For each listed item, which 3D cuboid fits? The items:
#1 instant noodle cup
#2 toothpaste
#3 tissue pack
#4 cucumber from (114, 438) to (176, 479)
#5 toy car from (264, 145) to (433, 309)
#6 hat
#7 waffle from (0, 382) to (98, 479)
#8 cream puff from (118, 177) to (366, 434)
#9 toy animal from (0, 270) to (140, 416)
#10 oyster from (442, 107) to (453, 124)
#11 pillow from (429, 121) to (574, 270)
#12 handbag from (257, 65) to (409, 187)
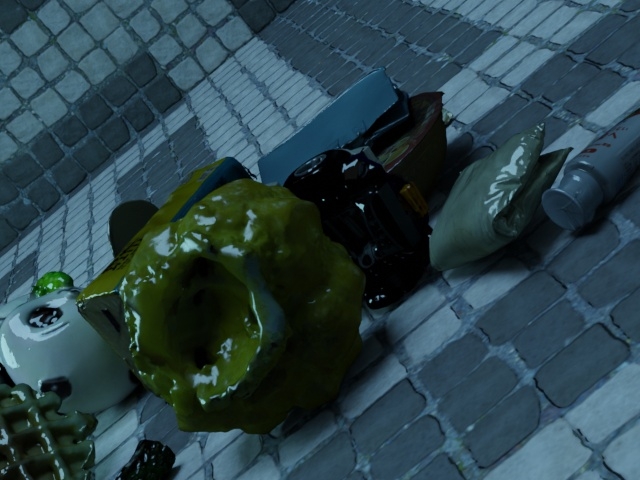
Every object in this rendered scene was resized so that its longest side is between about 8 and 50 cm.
[{"bbox_3d":[0.075,-0.075,1.711,0.274,0.091,0.274,-36,17,13],"label":"instant noodle cup"},{"bbox_3d":[0.313,-0.099,1.350,0.234,0.057,0.089,-42,5,-28],"label":"toothpaste"},{"bbox_3d":[-0.165,0.050,1.742,0.134,0.192,0.271,-16,28,50],"label":"tissue pack"},{"bbox_3d":[-0.227,0.303,1.483,0.058,0.058,0.187,-21,24,47],"label":"cucumber"},{"bbox_3d":[0.002,-0.001,1.534,0.301,0.193,0.118,-22,19,41],"label":"toy car"},{"bbox_3d":[-0.316,0.021,2.174,0.144,0.173,0.166,-12,31,46],"label":"hat"},{"bbox_3d":[-0.428,0.291,1.623,0.309,0.292,0.056,-75,-5,-47],"label":"waffle"},{"bbox_3d":[-0.081,0.082,1.379,0.282,0.282,0.185,-38,18,8],"label":"cream puff"},{"bbox_3d":[-0.367,0.149,1.892,0.267,0.212,0.212,-21,25,55],"label":"toy animal"},{"bbox_3d":[0.120,-0.160,1.924,0.106,0.061,0.200,-25,17,-12],"label":"oyster"},{"bbox_3d":[0.184,-0.039,1.383,0.134,0.078,0.181,-56,6,-23],"label":"pillow"},{"bbox_3d":[0.017,-0.128,1.728,0.221,0.057,0.144,-36,21,13],"label":"handbag"}]
